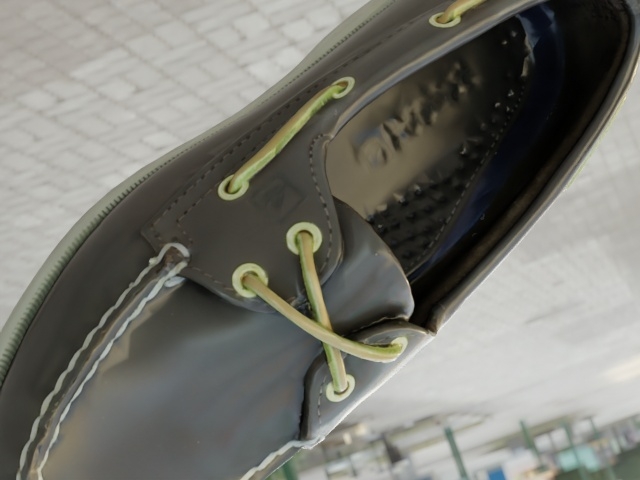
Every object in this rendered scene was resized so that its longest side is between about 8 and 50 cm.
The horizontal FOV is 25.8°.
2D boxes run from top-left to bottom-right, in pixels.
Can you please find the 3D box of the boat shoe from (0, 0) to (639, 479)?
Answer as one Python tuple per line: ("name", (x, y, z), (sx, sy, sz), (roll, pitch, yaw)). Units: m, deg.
("boat shoe", (0.000, 0.000, 0.365), (0.228, 0.081, 0.068), (-48, -155, -23))
